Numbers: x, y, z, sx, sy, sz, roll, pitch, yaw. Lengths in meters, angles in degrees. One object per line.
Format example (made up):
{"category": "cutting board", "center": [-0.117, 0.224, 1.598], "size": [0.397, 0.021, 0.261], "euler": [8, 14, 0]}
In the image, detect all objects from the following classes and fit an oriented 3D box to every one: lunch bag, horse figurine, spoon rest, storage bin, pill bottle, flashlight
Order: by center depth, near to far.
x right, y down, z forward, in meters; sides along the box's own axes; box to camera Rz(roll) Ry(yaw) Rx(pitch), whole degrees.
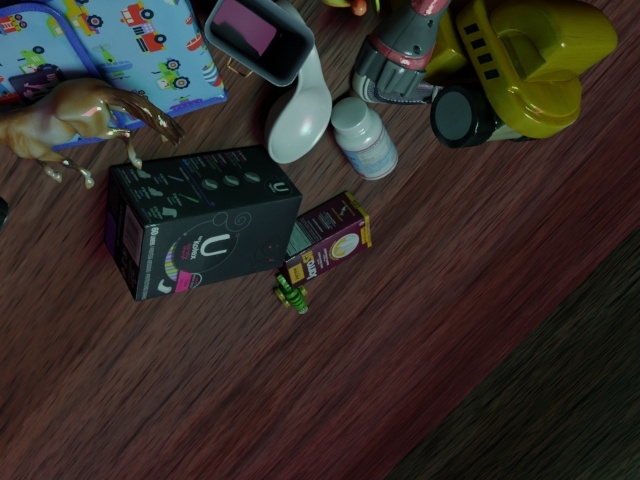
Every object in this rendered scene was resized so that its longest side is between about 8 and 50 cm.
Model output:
{"category": "horse figurine", "center": [-0.295, -0.129, 0.882], "size": [0.263, 0.066, 0.174], "euler": [-16, 150, 19]}
{"category": "lunch bag", "center": [-0.293, -0.231, 0.887], "size": [0.293, 0.138, 0.221], "euler": [-22, 147, 1]}
{"category": "storage bin", "center": [-0.091, -0.266, 0.966], "size": [0.135, 0.091, 0.098], "euler": [29, 98, -26]}
{"category": "flashlight", "center": [0.153, -0.345, 0.994], "size": [0.103, 0.103, 0.304], "euler": [7, 128, -31]}
{"category": "spoon rest", "center": [-0.038, -0.226, 1.133], "size": [0.137, 0.084, 0.276], "euler": [-38, 147, -22]}
{"category": "pill bottle", "center": [0.075, -0.179, 1.299], "size": [0.087, 0.087, 0.160], "euler": [-39, 146, 1]}

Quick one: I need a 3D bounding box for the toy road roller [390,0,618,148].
{"category": "toy road roller", "center": [0.276, -0.304, 1.088], "size": [0.202, 0.330, 0.240], "euler": [-10, 164, -36]}

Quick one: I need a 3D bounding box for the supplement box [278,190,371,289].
{"category": "supplement box", "center": [0.000, 0.000, 1.446], "size": [0.188, 0.081, 0.104], "euler": [-29, 146, -13]}

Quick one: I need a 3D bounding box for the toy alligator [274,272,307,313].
{"category": "toy alligator", "center": [-0.050, 0.128, 1.577], "size": [0.056, 0.051, 0.190], "euler": [-35, 146, -4]}

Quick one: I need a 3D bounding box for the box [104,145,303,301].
{"category": "box", "center": [-0.187, -0.032, 1.178], "size": [0.270, 0.143, 0.165], "euler": [-14, 140, -33]}

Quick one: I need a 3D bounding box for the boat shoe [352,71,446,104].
{"category": "boat shoe", "center": [0.232, -0.276, 1.266], "size": [0.340, 0.158, 0.127], "euler": [-20, 142, -26]}

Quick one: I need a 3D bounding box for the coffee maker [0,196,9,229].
{"category": "coffee maker", "center": [-0.476, -0.059, 0.898], "size": [0.171, 0.120, 0.178], "euler": [-43, 147, 4]}

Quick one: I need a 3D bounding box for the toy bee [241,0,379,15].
{"category": "toy bee", "center": [0.043, -0.364, 0.986], "size": [0.298, 0.162, 0.195], "euler": [-43, 148, 7]}
